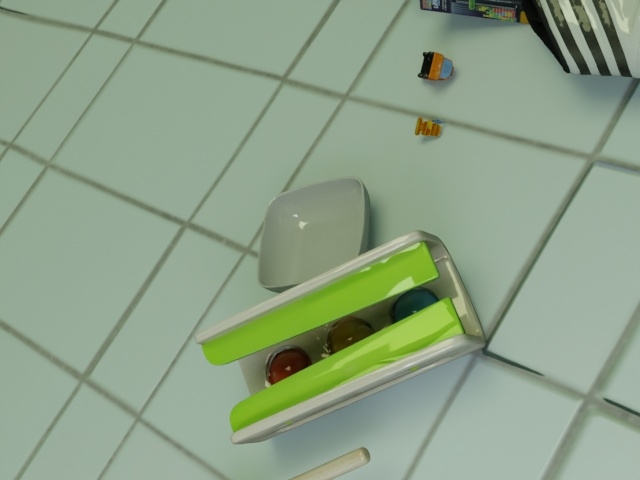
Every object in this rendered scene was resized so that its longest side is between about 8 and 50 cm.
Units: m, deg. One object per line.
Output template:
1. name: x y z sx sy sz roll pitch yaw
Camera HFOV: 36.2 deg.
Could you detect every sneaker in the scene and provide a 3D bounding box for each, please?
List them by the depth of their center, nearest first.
1. sneaker: 0.343 -0.377 1.092 0.258 0.169 0.447 3 65 25

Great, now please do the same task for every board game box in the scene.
1. board game box: 0.212 -0.361 1.241 0.141 0.048 0.170 11 65 14

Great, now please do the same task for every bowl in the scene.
1. bowl: 0.000 0.000 1.171 0.142 0.053 0.142 -13 54 28

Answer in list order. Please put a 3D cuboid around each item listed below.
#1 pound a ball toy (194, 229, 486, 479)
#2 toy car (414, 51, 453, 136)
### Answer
1. pound a ball toy: 0.017 0.152 1.028 0.319 0.136 0.208 -27 74 17
2. toy car: 0.141 -0.180 1.221 0.041 0.060 0.122 11 81 -8
